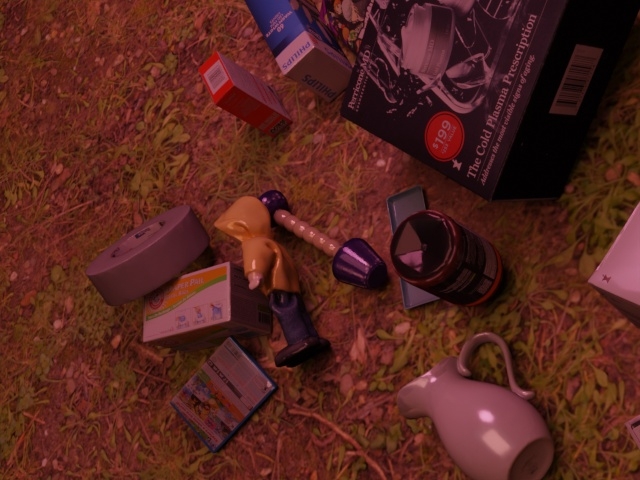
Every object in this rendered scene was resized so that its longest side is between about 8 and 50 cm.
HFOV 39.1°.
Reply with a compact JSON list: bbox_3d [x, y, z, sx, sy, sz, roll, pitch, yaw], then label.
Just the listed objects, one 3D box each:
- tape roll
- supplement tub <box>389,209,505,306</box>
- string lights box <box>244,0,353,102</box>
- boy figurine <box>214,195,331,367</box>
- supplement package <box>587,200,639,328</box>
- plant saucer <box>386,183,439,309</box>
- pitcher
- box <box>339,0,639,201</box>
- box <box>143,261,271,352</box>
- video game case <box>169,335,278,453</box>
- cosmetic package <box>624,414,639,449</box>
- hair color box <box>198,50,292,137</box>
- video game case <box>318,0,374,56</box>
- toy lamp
[{"bbox_3d":[-0.307,0.025,1.612,0.219,0.072,0.219,-29,16,9],"label":"tape roll"},{"bbox_3d":[0.185,0.032,1.247,0.106,0.198,0.106,-12,67,32],"label":"supplement tub"},{"bbox_3d":[-0.046,-0.375,1.594,0.076,0.133,0.260,-40,56,21],"label":"string lights box"},{"bbox_3d":[-0.084,0.058,1.442,0.092,0.177,0.285,-30,77,12],"label":"boy figurine"},{"bbox_3d":[0.481,0.003,1.029,0.262,0.145,0.204,-58,38,-2],"label":"supplement package"},{"bbox_3d":[0.147,0.010,1.399,0.067,0.018,0.192,-22,64,29],"label":"plant saucer"},{"bbox_3d":[0.228,0.225,1.214,0.178,0.125,0.207,-48,40,-5],"label":"pitcher"},{"bbox_3d":[0.230,-0.272,1.264,0.312,0.178,0.343,36,118,39],"label":"box"},{"bbox_3d":[-0.197,0.119,1.555,0.203,0.114,0.103,-16,65,33],"label":"box"},{"bbox_3d":[-0.165,0.260,1.521,0.119,0.015,0.166,46,104,14],"label":"video game case"},{"bbox_3d":[0.490,0.201,1.055,0.239,0.060,0.099,-38,57,21],"label":"cosmetic package"},{"bbox_3d":[-0.132,-0.256,1.596,0.053,0.167,0.093,-41,55,20],"label":"hair color box"},{"bbox_3d":[0.085,-0.413,1.481,0.210,0.041,0.232,52,146,32],"label":"video game case"},{"bbox_3d":[0.000,0.000,1.475,0.274,0.080,0.080,34,96,41],"label":"toy lamp"}]
